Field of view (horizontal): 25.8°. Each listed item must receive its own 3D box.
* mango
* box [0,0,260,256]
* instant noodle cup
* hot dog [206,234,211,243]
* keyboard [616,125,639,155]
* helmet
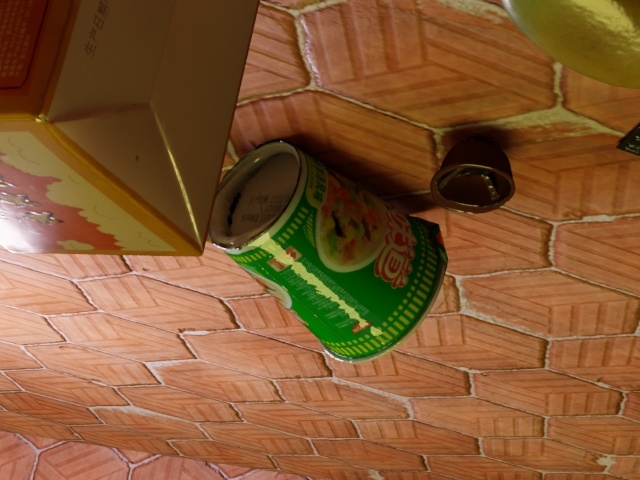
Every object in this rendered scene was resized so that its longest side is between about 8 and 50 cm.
[{"bbox_3d":[0.219,-0.191,1.114,0.194,0.092,0.130,31,153,-34],"label":"mango"},{"bbox_3d":[-0.210,-0.162,1.129,0.214,0.283,0.259,3,158,23],"label":"box"},{"bbox_3d":[0.000,0.000,1.620,0.207,0.207,0.232,-10,142,44],"label":"instant noodle cup"},{"bbox_3d":[-0.203,-0.060,1.695,0.115,0.072,0.269,-1,158,27],"label":"hot dog"},{"bbox_3d":[0.358,-0.119,1.348,0.067,0.011,0.202,15,159,-8],"label":"keyboard"},{"bbox_3d":[0.163,-0.078,1.487,0.089,0.057,0.111,10,155,-7],"label":"helmet"}]
